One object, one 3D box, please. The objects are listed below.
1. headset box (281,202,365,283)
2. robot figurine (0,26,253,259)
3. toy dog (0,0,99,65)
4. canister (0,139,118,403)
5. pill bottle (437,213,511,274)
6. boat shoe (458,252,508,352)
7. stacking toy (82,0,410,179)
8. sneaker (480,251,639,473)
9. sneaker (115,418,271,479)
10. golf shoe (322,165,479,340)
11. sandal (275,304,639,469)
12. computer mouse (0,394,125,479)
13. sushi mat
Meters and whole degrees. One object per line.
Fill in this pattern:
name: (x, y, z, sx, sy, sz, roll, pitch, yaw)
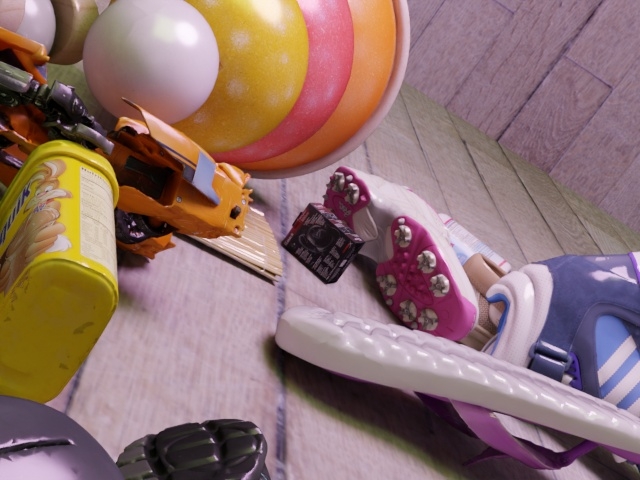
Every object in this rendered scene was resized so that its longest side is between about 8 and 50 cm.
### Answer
headset box: (0.000, 0.000, 1.282, 0.083, 0.062, 0.032, 41, 18, 20)
robot figurine: (-0.210, -0.076, 0.921, 0.291, 0.211, 0.085, 32, 60, -35)
toy dog: (-0.377, -0.221, 1.100, 0.220, 0.161, 0.334, 14, 12, -43)
canister: (-0.192, 0.020, 0.775, 0.073, 0.126, 0.170, 27, 21, -25)
pill bottle: (0.173, 0.020, 1.506, 0.160, 0.087, 0.087, 39, 18, 13)
boat shoe: (0.306, 0.132, 1.417, 0.341, 0.110, 0.121, 28, 19, -20)
stacking toy: (-0.102, -0.196, 1.128, 0.351, 0.350, 0.480, 35, 18, 0)
sneaker: (0.300, 0.178, 1.293, 0.130, 0.236, 0.322, 12, 69, -83)
sneaker: (-0.060, 0.187, 0.655, 0.101, 0.106, 0.267, -12, 15, -15)
golf shoe: (0.122, 0.008, 1.364, 0.140, 0.115, 0.306, 3, 35, -35)
sandal: (0.145, 0.164, 1.081, 0.416, 0.102, 0.169, 19, 5, -8)
computer mouse: (-0.162, 0.127, 0.537, 0.188, 0.072, 0.272, 44, 5, 19)
sushi mat: (-0.181, -0.059, 1.175, 0.317, 0.019, 0.151, 28, 17, -23)
